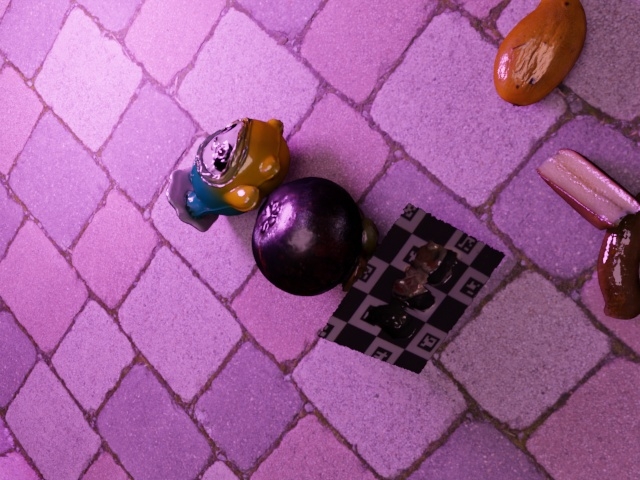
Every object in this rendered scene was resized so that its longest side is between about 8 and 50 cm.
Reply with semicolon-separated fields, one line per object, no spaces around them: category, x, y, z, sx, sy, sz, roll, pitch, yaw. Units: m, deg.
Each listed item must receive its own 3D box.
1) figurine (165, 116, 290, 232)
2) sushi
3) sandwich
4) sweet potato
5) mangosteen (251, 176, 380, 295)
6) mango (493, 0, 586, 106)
figurine;-0.221;-0.176;1.600;0.340;0.231;0.324;-25;45;34
sushi;0.200;0.103;1.444;0.296;0.100;0.373;25;108;-22
sandwich;0.557;-0.097;1.261;0.094;0.096;0.258;-47;38;16
sweet potato;0.633;0.020;1.264;0.112;0.085;0.286;16;88;-9
mangosteen;-0.015;-0.002;1.482;0.300;0.300;0.300;1;93;27
mango;0.466;-0.410;1.305;0.157;0.109;0.262;31;104;26
